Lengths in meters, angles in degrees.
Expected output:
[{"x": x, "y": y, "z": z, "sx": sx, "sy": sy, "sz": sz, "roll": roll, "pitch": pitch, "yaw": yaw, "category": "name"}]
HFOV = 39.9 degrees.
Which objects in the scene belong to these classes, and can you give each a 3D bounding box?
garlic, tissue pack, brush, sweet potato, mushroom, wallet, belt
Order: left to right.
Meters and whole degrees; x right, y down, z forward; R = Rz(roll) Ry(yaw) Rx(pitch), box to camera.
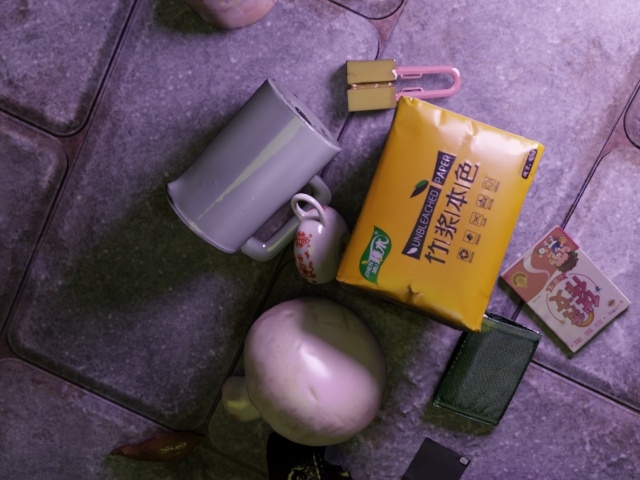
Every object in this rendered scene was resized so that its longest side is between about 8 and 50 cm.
[{"x": -0.369, "y": 0.468, "z": 1.972, "sx": 0.226, "sy": 0.068, "sz": 0.068, "roll": -11, "pitch": 100, "yaw": 7, "category": "sweet potato"}, {"x": -0.143, "y": -0.510, "z": 1.764, "sx": 0.266, "sy": 0.128, "sz": 0.148, "roll": -21, "pitch": 110, "yaw": -3, "category": "garlic"}, {"x": -0.044, "y": 0.258, "z": 1.797, "sx": 0.356, "sy": 0.315, "sz": 0.315, "roll": 3, "pitch": 101, "yaw": 10, "category": "mushroom"}, {"x": -0.005, "y": 0.529, "z": 1.892, "sx": 0.164, "sy": 0.184, "sz": 0.289, "roll": -14, "pitch": 101, "yaw": 16, "category": "belt"}, {"x": 0.169, "y": -0.319, "z": 1.791, "sx": 0.233, "sy": 0.047, "sz": 0.103, "roll": -2, "pitch": 100, "yaw": 3, "category": "brush"}, {"x": 0.224, "y": -0.043, "z": 1.704, "sx": 0.293, "sy": 0.228, "sz": 0.382, "roll": 20, "pitch": 87, "yaw": 4, "category": "tissue pack"}, {"x": 0.353, "y": 0.273, "z": 1.885, "sx": 0.160, "sy": 0.055, "sz": 0.236, "roll": 21, "pitch": 108, "yaw": -3, "category": "wallet"}]

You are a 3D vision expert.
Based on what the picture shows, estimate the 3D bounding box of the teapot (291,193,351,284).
[{"x": 0.000, "y": 0.000, "z": 1.792, "sx": 0.116, "sy": 0.159, "sz": 0.245, "roll": 14, "pitch": 135, "yaw": 36, "category": "teapot"}]

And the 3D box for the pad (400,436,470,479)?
[{"x": 0.240, "y": 0.542, "z": 1.970, "sx": 0.116, "sy": 0.004, "sz": 0.193, "roll": 28, "pitch": 102, "yaw": -1, "category": "pad"}]

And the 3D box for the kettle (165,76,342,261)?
[{"x": -0.122, "y": -0.137, "z": 1.792, "sx": 0.318, "sy": 0.265, "sz": 0.205, "roll": -45, "pitch": 63, "yaw": 10, "category": "kettle"}]

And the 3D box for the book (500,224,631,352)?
[{"x": 0.515, "y": 0.103, "z": 1.856, "sx": 0.162, "sy": 0.022, "sz": 0.232, "roll": -43, "pitch": 94, "yaw": 11, "category": "book"}]
